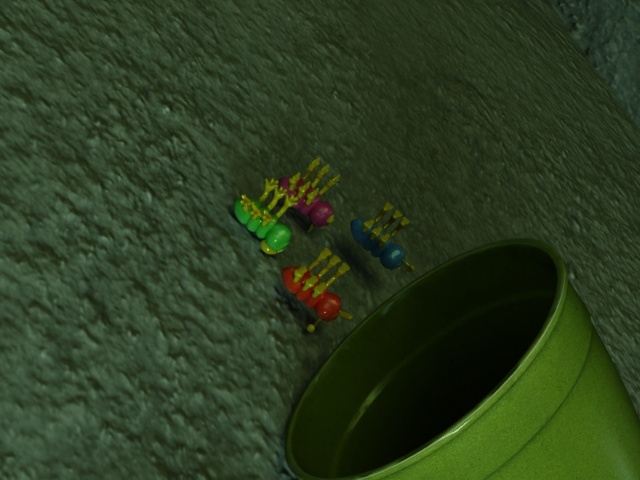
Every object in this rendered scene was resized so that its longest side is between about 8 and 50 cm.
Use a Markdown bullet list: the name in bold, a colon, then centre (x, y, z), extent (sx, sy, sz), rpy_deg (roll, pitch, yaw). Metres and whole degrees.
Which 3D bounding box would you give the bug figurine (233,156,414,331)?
- **bug figurine**: centre (0.000, 0.000, 1.780), extent (0.216, 0.072, 0.279), rpy_deg (44, 33, 8)

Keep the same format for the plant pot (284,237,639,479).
- **plant pot**: centre (0.210, 0.250, 1.516), extent (0.353, 0.366, 0.366), rpy_deg (51, 27, -18)
